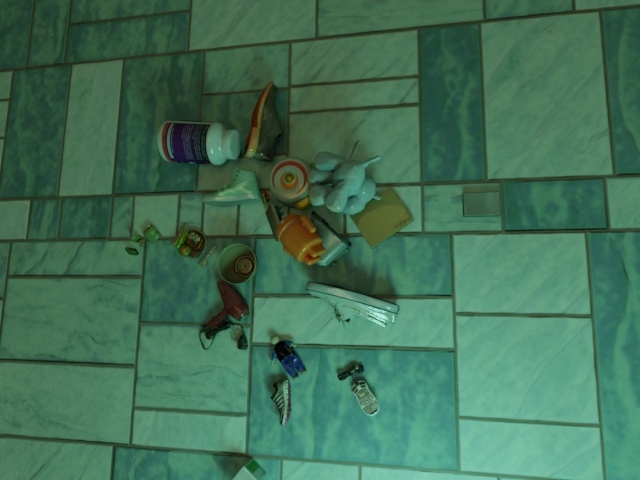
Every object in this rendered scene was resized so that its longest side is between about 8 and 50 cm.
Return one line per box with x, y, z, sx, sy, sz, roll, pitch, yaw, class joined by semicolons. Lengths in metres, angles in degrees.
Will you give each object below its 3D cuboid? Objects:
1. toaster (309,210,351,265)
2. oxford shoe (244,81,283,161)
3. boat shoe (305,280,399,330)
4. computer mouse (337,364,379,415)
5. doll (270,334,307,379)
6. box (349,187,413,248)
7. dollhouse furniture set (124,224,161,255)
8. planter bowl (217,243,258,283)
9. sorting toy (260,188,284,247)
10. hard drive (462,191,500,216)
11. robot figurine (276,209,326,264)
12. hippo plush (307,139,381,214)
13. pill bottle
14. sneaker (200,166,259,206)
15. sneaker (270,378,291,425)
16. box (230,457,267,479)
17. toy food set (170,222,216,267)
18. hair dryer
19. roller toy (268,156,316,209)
0.000;0.000;1.772;0.227;0.129;0.146;42;93;15;toaster
-0.225;-0.502;1.917;0.132;0.130;0.364;17;76;-20;oxford shoe
0.106;0.268;1.717;0.367;0.136;0.157;16;88;3;boat shoe
0.154;0.571;1.698;0.106;0.042;0.193;-31;71;0;computer mouse
-0.139;0.457;1.769;0.129;0.046;0.189;-37;77;3;doll
0.242;-0.089;1.791;0.201;0.021;0.164;-34;76;5;box
-0.778;-0.002;1.959;0.151;0.058;0.076;-43;77;2;dollhouse furniture set
-0.323;0.100;1.828;0.162;0.109;0.162;-2;82;10;planter bowl
-0.175;-0.086;1.825;0.046;0.132;0.275;-18;80;-20;sorting toy
0.617;-0.139;1.725;0.135;0.022;0.094;-1;81;11;hard drive
-0.080;-0.007;1.668;0.128;0.158;0.219;-38;69;-13;robot figurine
0.102;-0.228;1.736;0.294;0.236;0.234;-50;60;10;hippo plush
-0.512;-0.415;1.908;0.322;0.181;0.182;6;83;12;pill bottle
-0.382;-0.228;1.902;0.255;0.094;0.151;-6;78;9;sneaker
-0.156;0.626;1.739;0.074;0.063;0.170;-3;76;10;sneaker
-0.276;0.904;1.698;0.087;0.101;0.102;42;91;14;box
-0.550;0.016;1.921;0.192;0.038;0.132;33;89;14;toy food set
-0.396;0.302;1.827;0.223;0.080;0.294;1;81;12;hair dryer
-0.110;-0.232;1.818;0.191;0.146;0.209;13;85;13;roller toy
